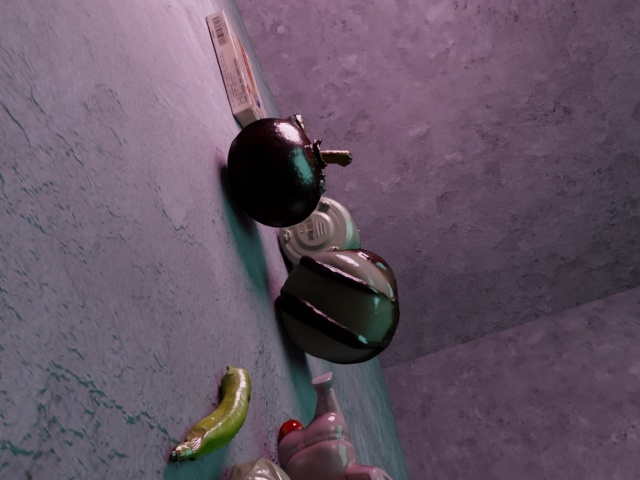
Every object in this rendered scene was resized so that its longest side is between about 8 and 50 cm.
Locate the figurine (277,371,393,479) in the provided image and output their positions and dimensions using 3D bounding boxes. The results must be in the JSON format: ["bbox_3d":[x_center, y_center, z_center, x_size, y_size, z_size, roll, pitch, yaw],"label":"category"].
[{"bbox_3d":[0.020,0.338,0.650,0.186,0.176,0.287,58,4,-42],"label":"figurine"}]

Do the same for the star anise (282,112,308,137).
[{"bbox_3d":[-0.099,-0.239,1.508,0.332,0.118,0.331,-177,-90,-87],"label":"star anise"}]

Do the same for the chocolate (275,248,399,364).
[{"bbox_3d":[0.025,0.134,1.061,0.186,0.284,0.283,22,45,-57],"label":"chocolate"}]

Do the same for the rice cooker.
[{"bbox_3d":[0.000,0.000,1.395,0.244,0.226,0.225,42,29,-75],"label":"rice cooker"}]

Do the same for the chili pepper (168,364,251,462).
[{"bbox_3d":[-0.108,0.197,0.541,0.208,0.043,0.048,-68,151,-81],"label":"chili pepper"}]

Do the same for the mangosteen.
[{"bbox_3d":[-0.062,-0.153,1.038,0.235,0.262,0.235,-18,90,-85],"label":"mangosteen"}]

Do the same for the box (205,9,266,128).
[{"bbox_3d":[-0.240,-0.479,1.467,0.214,0.069,0.353,54,19,-71],"label":"box"}]

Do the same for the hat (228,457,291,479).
[{"bbox_3d":[-0.060,0.298,0.520,0.166,0.081,0.122,81,-5,-65],"label":"hat"}]
